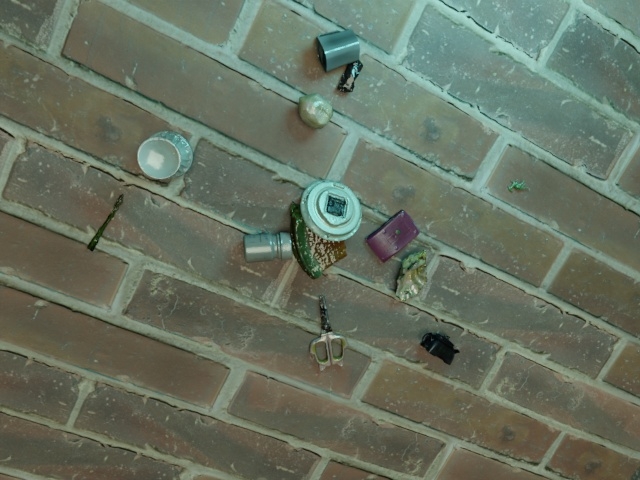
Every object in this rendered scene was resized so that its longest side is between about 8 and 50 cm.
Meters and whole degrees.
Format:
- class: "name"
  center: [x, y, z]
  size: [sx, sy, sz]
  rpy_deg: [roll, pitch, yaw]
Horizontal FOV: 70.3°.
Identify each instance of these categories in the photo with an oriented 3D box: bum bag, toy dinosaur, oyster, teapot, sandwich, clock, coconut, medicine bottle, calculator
- class: "bum bag"
  center: [0.104, -0.567, 1.561]
  size: [0.058, 0.034, 0.124]
  rpy_deg: [24, 99, -6]
- class: "toy dinosaur"
  center: [0.768, -0.204, 1.762]
  size: [0.062, 0.021, 0.083]
  rpy_deg: [-43, 102, 11]
- class: "oyster"
  center: [0.345, 0.140, 1.767]
  size: [0.133, 0.072, 0.208]
  rpy_deg: [-12, 126, -12]
- class: "teapot"
  center: [0.491, 0.427, 1.850]
  size: [0.177, 0.087, 0.096]
  rpy_deg: [33, 93, -15]
- class: "sandwich"
  center: [-0.009, 0.011, 1.654]
  size: [0.212, 0.109, 0.291]
  rpy_deg: [1, 104, -8]
- class: "clock"
  center: [0.046, -0.115, 1.599]
  size: [0.237, 0.053, 0.236]
  rpy_deg: [8, 68, -21]
- class: "coconut"
  center: [-0.021, -0.445, 1.538]
  size: [0.124, 0.110, 0.110]
  rpy_deg: [37, 96, -22]
- class: "medicine bottle"
  center: [-0.190, 0.025, 1.633]
  size: [0.168, 0.105, 0.104]
  rpy_deg: [-4, 105, -7]
- class: "calculator"
  center: [0.277, -0.017, 1.730]
  size: [0.191, 0.034, 0.126]
  rpy_deg: [-39, 105, 2]

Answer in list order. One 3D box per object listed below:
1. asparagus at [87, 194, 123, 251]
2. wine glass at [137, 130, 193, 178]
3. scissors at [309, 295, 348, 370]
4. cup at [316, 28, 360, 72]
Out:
- class: "asparagus"
  center: [-0.741, -0.061, 1.572]
  size: [0.232, 0.023, 0.022]
  rpy_deg: [-55, 150, 7]
- class: "wine glass"
  center: [-0.502, -0.268, 1.465]
  size: [0.165, 0.196, 0.164]
  rpy_deg: [-3, 107, -9]
- class: "scissors"
  center: [0.024, 0.364, 1.793]
  size: [0.160, 0.024, 0.317]
  rpy_deg: [-10, 105, -6]
- class: "cup"
  center: [0.049, -0.641, 1.507]
  size: [0.130, 0.095, 0.128]
  rpy_deg: [-19, 68, -7]
